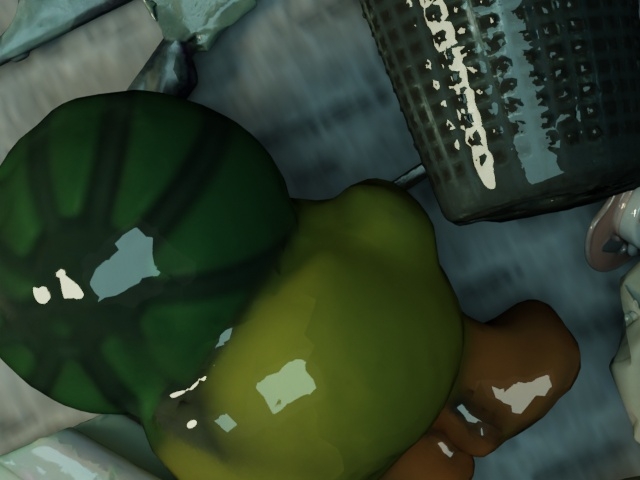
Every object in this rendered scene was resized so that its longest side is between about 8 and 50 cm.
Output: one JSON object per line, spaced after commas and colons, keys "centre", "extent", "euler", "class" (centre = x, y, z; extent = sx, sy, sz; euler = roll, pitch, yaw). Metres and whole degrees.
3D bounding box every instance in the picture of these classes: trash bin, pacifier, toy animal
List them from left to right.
{"centre": [-0.037, 0.053, 1.026], "extent": [0.338, 0.191, 0.216], "euler": [32, 110, -14], "class": "toy animal"}
{"centre": [0.108, -0.094, 1.009], "extent": [0.175, 0.175, 0.161], "euler": [-13, 84, 6], "class": "trash bin"}
{"centre": [0.179, -0.032, 1.091], "extent": [0.078, 0.081, 0.099], "euler": [33, 107, 32], "class": "pacifier"}

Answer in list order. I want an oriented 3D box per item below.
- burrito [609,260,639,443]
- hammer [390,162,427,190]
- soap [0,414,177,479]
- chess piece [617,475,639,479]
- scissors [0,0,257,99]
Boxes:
{"centre": [0.347, -0.035, 1.051], "extent": [0.445, 0.101, 0.139], "euler": [-37, 103, 8], "class": "burrito"}
{"centre": [0.000, 0.000, 1.124], "extent": [0.292, 0.029, 0.058], "euler": [-33, 92, 10], "class": "hammer"}
{"centre": [-0.103, 0.243, 1.116], "extent": [0.347, 0.115, 0.208], "euler": [30, 99, 0], "class": "soap"}
{"centre": [0.152, 0.295, 1.086], "extent": [0.182, 0.182, 0.330], "euler": [25, 93, 1], "class": "chess piece"}
{"centre": [-0.067, -0.170, 1.101], "extent": [0.383, 0.029, 0.256], "euler": [-41, 92, 8], "class": "scissors"}
